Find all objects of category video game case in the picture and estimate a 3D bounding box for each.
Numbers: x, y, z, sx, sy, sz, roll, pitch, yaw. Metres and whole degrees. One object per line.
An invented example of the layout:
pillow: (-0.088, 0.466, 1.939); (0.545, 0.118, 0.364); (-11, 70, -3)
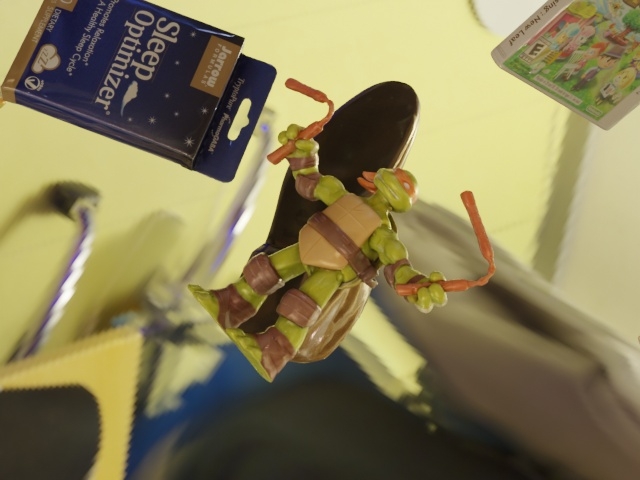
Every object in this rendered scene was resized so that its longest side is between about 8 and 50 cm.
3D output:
video game case: (0.275, -0.190, 1.349); (0.193, 0.023, 0.212); (-41, 147, 21)

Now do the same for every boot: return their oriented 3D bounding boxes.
boot: (0.022, -0.017, 1.560); (0.115, 0.112, 0.305); (35, 83, -46)

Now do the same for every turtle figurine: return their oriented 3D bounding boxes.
turtle figurine: (0.000, 0.000, 1.259); (0.217, 0.269, 0.087); (-40, 151, -5)

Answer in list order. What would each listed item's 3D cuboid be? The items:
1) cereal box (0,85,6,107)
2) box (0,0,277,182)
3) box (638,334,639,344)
cereal box: (-0.429, -0.197, 1.592); (0.173, 0.240, 0.047); (-34, 156, 27)
box: (-0.163, -0.152, 1.418); (0.036, 0.225, 0.136); (112, -1, -67)
box: (0.502, 0.115, 1.611); (0.300, 0.154, 0.142); (-22, 172, 13)
